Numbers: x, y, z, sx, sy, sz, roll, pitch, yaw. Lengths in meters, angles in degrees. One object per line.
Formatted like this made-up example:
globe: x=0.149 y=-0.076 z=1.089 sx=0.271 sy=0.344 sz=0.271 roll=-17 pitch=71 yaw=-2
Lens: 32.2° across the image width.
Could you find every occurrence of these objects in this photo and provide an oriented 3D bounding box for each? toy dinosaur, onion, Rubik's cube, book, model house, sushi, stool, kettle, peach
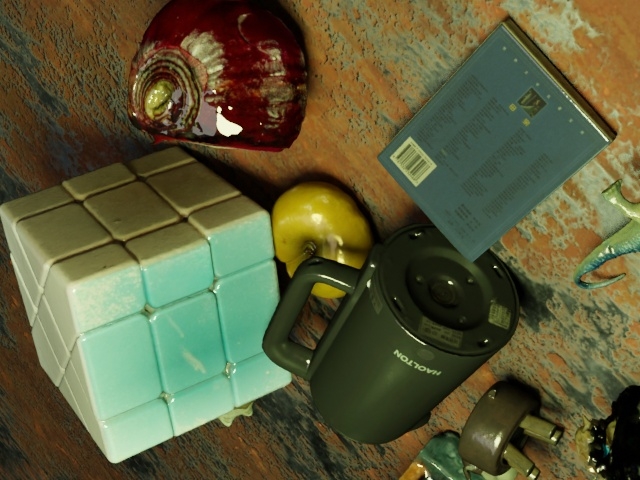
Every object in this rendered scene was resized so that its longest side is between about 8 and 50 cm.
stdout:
toy dinosaur: x=0.399 y=-0.042 z=1.233 sx=0.363 sy=0.076 sz=0.147 roll=-30 pitch=102 yaw=45
onion: x=-0.119 y=-0.226 z=1.493 sx=0.207 sy=0.216 sz=0.206 roll=10 pitch=101 yaw=34
Rubik's cube: x=-0.264 y=0.083 z=1.686 sx=0.319 sy=0.316 sz=0.322 roll=37 pitch=140 yaw=50
book: x=0.208 y=-0.115 z=1.371 sx=0.191 sy=0.025 sz=0.269 roll=49 pitch=131 yaw=6
model house: x=0.132 y=0.470 z=1.671 sx=0.184 sy=0.291 sz=0.253 roll=43 pitch=138 yaw=19
sushi: x=0.419 y=0.281 z=1.336 sx=0.219 sy=0.225 sz=0.238 roll=136 pitch=129 yaw=-57
stool: x=0.259 y=0.286 z=1.553 sx=0.121 sy=0.125 sz=0.217 roll=29 pitch=143 yaw=23
kettle: x=0.086 y=0.142 z=1.519 sx=0.308 sy=0.262 sz=0.203 roll=122 pitch=141 yaw=-49
peach: x=0.000 y=0.000 z=1.607 sx=0.179 sy=0.103 sz=0.179 roll=28 pitch=135 yaw=32

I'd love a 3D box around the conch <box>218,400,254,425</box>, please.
conch: x=-0.186 y=0.245 z=1.942 sx=0.234 sy=0.114 sz=0.137 roll=21 pitch=116 yaw=39
